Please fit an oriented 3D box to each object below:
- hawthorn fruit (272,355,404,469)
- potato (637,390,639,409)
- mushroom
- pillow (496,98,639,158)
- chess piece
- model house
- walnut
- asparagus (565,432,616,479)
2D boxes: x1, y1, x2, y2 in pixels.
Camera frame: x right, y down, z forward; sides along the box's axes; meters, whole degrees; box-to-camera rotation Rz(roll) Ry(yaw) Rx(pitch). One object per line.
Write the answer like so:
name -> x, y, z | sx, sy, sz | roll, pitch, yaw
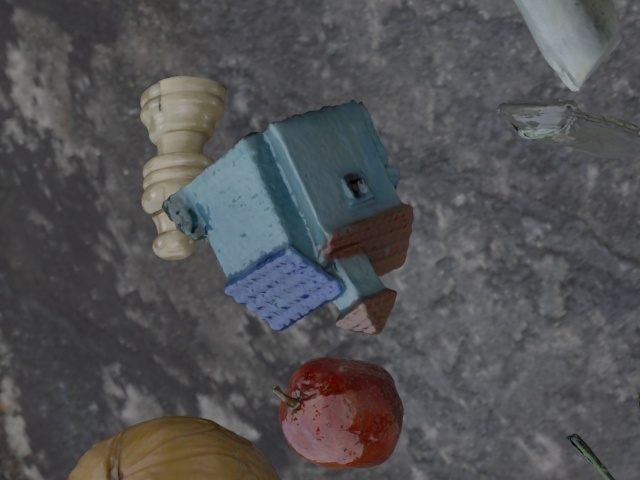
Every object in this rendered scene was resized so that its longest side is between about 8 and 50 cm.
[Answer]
hawthorn fruit -> 0.018, 0.291, 1.952 | 0.205, 0.253, 0.205 | -29, 54, 50
potato -> 0.546, 0.219, 1.588 | 0.054, 0.197, 0.119 | 21, -109, -85
mushroom -> 0.249, -0.305, 1.339 | 0.270, 0.118, 0.103 | 44, 169, -8
pillow -> 0.392, -0.162, 1.704 | 0.169, 0.255, 0.059 | 3, 84, 56
chess piece -> -0.229, -0.113, 1.894 | 0.124, 0.138, 0.307 | 136, 137, -56
model house -> 0.000, 0.000, 1.659 | 0.251, 0.295, 0.329 | -39, 78, 41
walnut -> -0.117, 0.255, 0.974 | 0.195, 0.195, 0.222 | 16, 145, 45
asparagus -> 0.516, 0.425, 2.008 | 0.233, 0.023, 0.022 | 46, 161, -6
